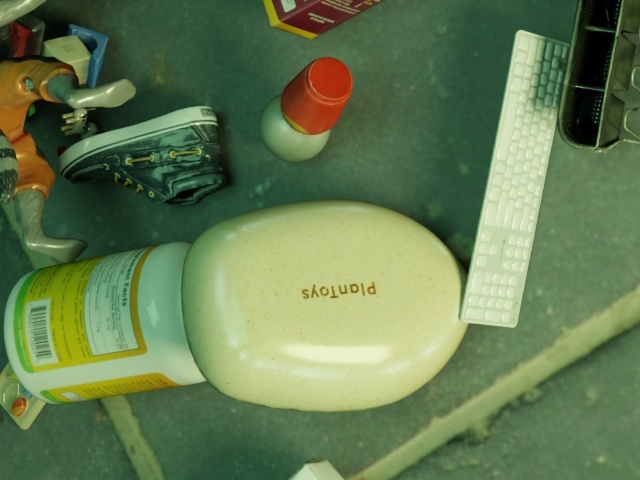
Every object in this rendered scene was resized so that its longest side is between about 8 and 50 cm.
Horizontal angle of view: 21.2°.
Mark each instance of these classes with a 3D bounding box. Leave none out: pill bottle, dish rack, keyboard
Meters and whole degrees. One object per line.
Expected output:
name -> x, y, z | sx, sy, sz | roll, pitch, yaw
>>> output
pill bottle -> -0.167, 0.076, 1.634 | 0.245, 0.136, 0.136 | -11, 83, 28
dish rack -> 0.345, -0.158, 1.403 | 0.271, 0.074, 0.208 | 11, 94, 28
keyboard -> 0.170, -0.052, 1.494 | 0.014, 0.072, 0.256 | 13, 94, 42

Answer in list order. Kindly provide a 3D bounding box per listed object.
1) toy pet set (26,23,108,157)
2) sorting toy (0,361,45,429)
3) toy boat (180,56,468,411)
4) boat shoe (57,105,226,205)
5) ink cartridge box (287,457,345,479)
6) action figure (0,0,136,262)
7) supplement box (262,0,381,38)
toy pet set -> -0.257, -0.164, 1.752 | 0.122, 0.065, 0.114 | 50, 142, 31
sorting toy -> -0.320, 0.167, 1.783 | 0.062, 0.012, 0.083 | 42, 106, 23
toy boat -> 0.000, 0.000, 1.529 | 0.148, 0.267, 0.318 | 134, 135, -64
boat shoe -> -0.178, -0.068, 1.687 | 0.183, 0.065, 0.083 | -17, 78, 26
ink cartridge box -> 0.055, 0.389, 1.520 | 0.176, 0.069, 0.371 | -45, 73, 13
action figure -> -0.322, -0.183, 1.623 | 0.330, 0.178, 0.341 | 40, 139, 28
supplement box -> 0.033, -0.276, 1.573 | 0.188, 0.081, 0.104 | -25, 75, 26
